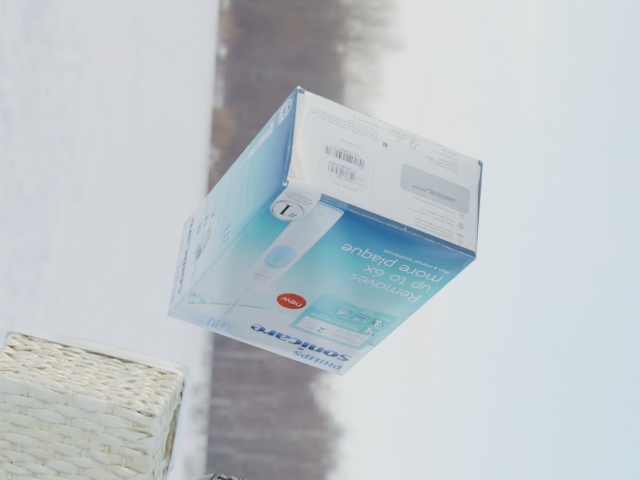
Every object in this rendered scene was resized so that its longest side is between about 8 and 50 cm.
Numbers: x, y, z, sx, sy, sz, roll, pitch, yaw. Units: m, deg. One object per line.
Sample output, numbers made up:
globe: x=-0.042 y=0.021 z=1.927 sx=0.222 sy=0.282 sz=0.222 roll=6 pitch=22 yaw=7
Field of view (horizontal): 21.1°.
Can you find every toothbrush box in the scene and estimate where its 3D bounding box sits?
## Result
toothbrush box: x=0.000 y=0.000 z=1.772 sx=0.295 sy=0.216 sz=0.126 roll=-44 pitch=-149 yaw=51

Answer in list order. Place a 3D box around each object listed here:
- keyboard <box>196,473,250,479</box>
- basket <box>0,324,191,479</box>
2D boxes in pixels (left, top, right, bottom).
keyboard: x=-0.068 y=0.326 z=1.828 sx=0.317 sy=0.201 sz=0.033 roll=-57 pitch=162 yaw=-73
basket: x=-0.207 y=0.155 z=1.472 sx=0.103 sy=0.167 sz=0.113 roll=-70 pitch=173 yaw=-73
